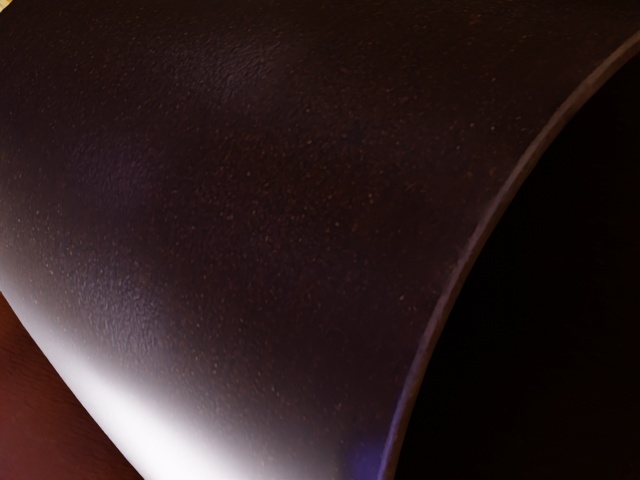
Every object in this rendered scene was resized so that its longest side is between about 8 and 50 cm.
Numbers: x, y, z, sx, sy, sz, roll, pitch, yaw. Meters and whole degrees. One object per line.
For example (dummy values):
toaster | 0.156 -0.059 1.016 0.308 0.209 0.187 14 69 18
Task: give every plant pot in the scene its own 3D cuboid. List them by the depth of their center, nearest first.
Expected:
plant pot | 0.000 0.000 0.540 0.230 0.215 0.215 25 143 36

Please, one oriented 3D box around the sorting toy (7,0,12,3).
sorting toy | -0.166 -0.245 0.789 0.229 0.041 0.307 41 153 18

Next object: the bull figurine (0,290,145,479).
bull figurine | -0.069 0.066 0.651 0.310 0.188 0.101 53 137 35
